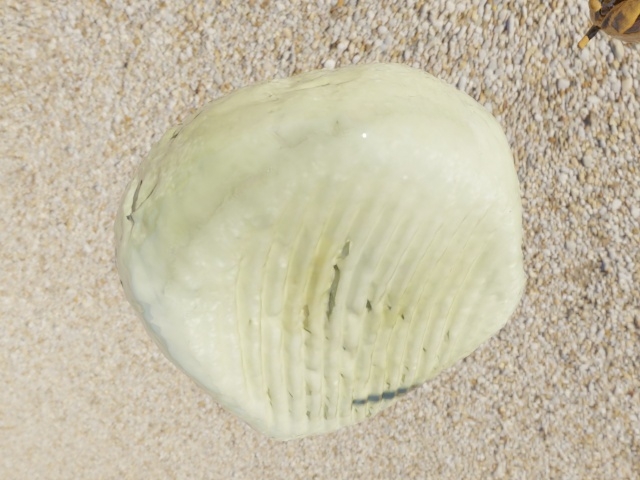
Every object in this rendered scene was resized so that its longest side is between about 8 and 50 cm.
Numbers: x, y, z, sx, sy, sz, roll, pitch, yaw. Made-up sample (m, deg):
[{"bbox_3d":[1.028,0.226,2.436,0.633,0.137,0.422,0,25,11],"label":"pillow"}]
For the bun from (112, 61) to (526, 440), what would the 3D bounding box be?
[{"bbox_3d":[0.000,0.000,0.542,0.352,0.227,0.349,-3,129,-21],"label":"bun"}]

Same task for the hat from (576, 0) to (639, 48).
[{"bbox_3d":[0.627,-0.456,1.221,0.233,0.244,0.233,-34,124,23],"label":"hat"}]
